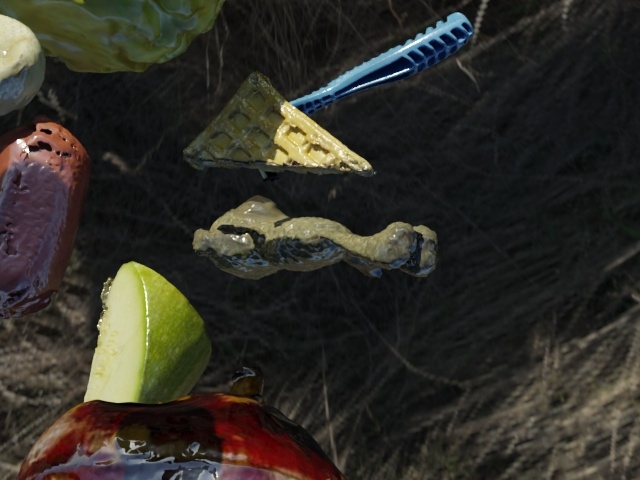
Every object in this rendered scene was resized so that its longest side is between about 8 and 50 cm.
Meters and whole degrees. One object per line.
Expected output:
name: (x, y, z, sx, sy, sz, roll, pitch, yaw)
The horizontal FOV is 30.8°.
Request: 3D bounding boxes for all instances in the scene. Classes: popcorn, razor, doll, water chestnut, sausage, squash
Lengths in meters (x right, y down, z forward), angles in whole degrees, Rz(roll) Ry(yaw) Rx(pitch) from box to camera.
popcorn: (-0.172, -0.221, 0.895, 0.204, 0.221, 0.184, 29, 78, -56)
razor: (0.036, -0.151, 1.139, 0.253, 0.042, 0.082, -30, 142, -1)
doll: (-0.016, 0.001, 1.155, 0.202, 0.286, 0.091, -1, 93, -13)
water chestnut: (-0.110, 0.251, 1.066, 0.335, 0.347, 0.335, 10, 147, 6)
sausage: (-0.198, -0.016, 0.785, 0.076, 0.076, 0.141, 14, 77, -9)
squash: (-0.218, 0.166, 1.217, 0.093, 0.252, 0.169, -3, 127, 40)

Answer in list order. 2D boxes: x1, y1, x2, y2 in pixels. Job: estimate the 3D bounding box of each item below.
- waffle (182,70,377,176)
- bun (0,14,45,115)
waffle: (-0.034, -0.061, 0.921, 0.097, 0.152, 0.023, -50, 149, 2)
bun: (-0.226, -0.113, 0.781, 0.086, 0.086, 0.055, 0, 135, -3)
